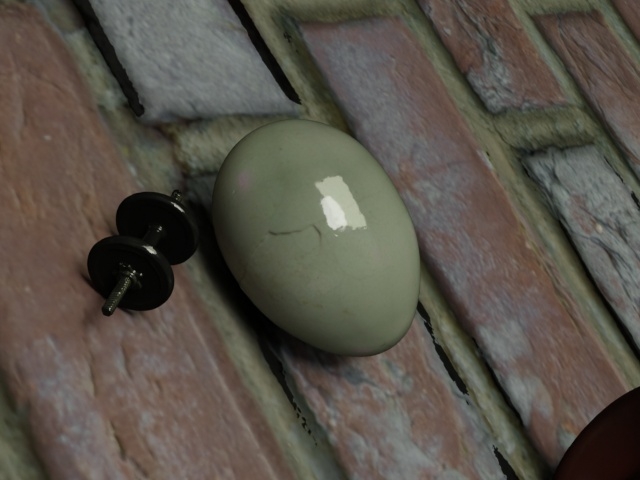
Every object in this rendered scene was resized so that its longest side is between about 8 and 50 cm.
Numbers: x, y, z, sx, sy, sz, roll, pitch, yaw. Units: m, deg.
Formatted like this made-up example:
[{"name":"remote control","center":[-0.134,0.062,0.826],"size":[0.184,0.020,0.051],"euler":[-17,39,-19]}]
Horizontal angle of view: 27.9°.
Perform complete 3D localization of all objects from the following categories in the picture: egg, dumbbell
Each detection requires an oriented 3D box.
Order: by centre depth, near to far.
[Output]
[{"name":"dumbbell","center":[-0.134,0.008,0.975],"size":[0.069,0.069,0.147],"euler":[39,39,-12]},{"name":"egg","center":[0.000,0.000,1.045],"size":[0.209,0.151,0.151],"euler":[57,38,2]}]

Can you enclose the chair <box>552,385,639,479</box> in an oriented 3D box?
[{"name":"chair","center":[0.322,0.324,1.032],"size":[0.226,0.226,0.401],"euler":[-22,74,-50]}]
